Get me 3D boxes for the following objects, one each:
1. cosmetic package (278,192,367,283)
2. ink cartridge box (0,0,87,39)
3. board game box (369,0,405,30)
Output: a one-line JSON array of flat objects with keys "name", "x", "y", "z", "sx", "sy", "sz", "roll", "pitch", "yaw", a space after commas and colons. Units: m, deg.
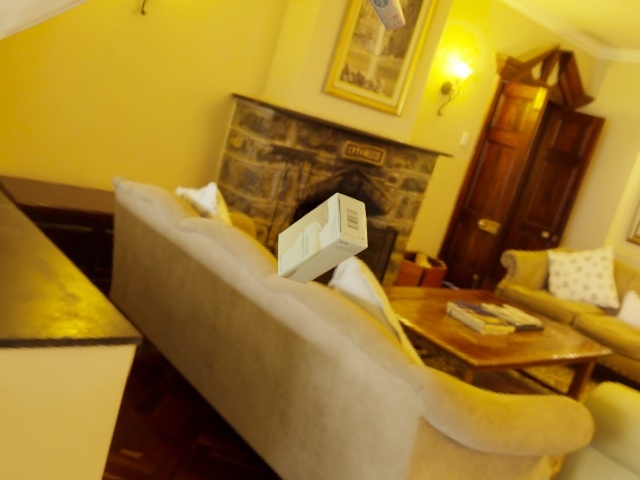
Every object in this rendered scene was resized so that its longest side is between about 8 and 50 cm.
[{"name": "cosmetic package", "x": 0.000, "y": 0.000, "z": 0.740, "sx": 0.041, "sy": 0.060, "sz": 0.115, "roll": 19, "pitch": -36, "yaw": -33}, {"name": "ink cartridge box", "x": -0.358, "y": -0.368, "z": 0.660, "sx": 0.270, "sy": 0.198, "sz": 0.197, "roll": 35, "pitch": 59, "yaw": 28}, {"name": "board game box", "x": 0.045, "y": -0.238, "z": 0.554, "sx": 0.020, "sy": 0.090, "sz": 0.090, "roll": -16, "pitch": -10, "yaw": 18}]
